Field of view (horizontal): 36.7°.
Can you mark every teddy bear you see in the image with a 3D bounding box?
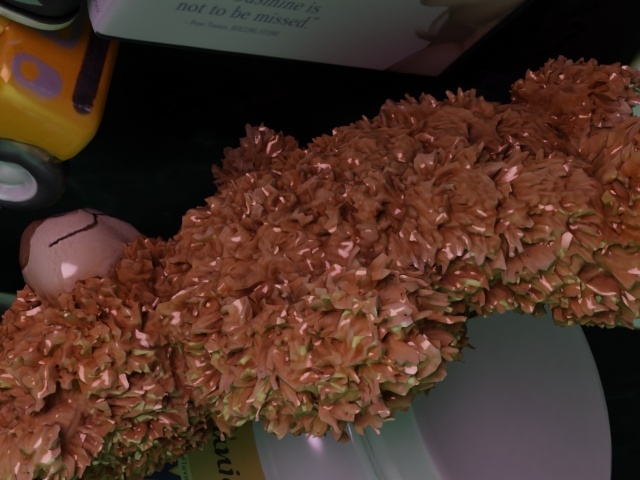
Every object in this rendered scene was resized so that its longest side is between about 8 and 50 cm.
[{"bbox_3d":[0.000,0.000,0.421,0.338,0.245,0.113,-13,124,20],"label":"teddy bear"}]

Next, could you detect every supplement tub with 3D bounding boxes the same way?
[{"bbox_3d":[-0.002,0.129,0.622,0.228,0.228,0.316,28,141,-35],"label":"supplement tub"}]

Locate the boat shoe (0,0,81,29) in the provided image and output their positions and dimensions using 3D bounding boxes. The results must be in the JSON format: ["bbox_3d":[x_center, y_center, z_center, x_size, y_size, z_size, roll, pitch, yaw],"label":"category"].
[{"bbox_3d":[-0.130,-0.131,0.334,0.133,0.049,0.042,49,130,-10],"label":"boat shoe"}]

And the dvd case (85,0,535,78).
[{"bbox_3d":[0.052,-0.134,0.320,0.180,0.022,0.253,0,156,-36],"label":"dvd case"}]

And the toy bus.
[{"bbox_3d":[-0.232,-0.049,0.466,0.130,0.108,0.332,31,140,-34],"label":"toy bus"}]
